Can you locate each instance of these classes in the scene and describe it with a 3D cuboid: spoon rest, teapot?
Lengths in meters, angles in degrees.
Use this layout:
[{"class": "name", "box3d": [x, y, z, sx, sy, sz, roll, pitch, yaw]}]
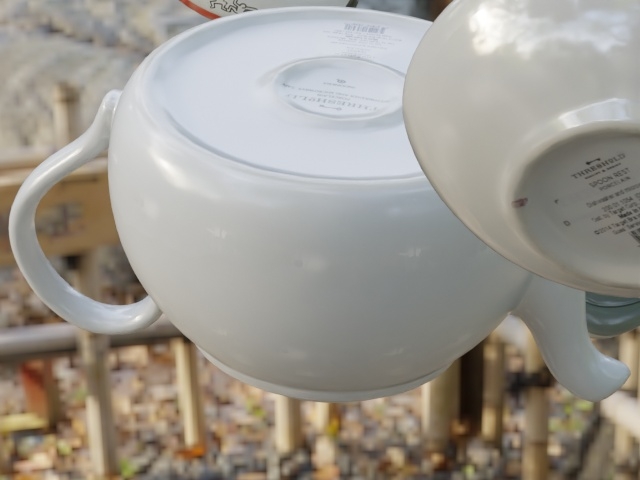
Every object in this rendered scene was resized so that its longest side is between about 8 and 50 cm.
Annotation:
[{"class": "spoon rest", "box3d": [0.146, -0.057, 0.529, 0.276, 0.137, 0.084, -21, 38, 38]}, {"class": "teapot", "box3d": [0.000, 0.000, 0.997, 0.252, 0.187, 0.256, -18, 38, -31]}]

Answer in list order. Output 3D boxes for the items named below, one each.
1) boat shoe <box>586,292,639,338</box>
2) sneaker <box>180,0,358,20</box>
[{"class": "boat shoe", "box3d": [0.219, -0.039, 1.334, 0.103, 0.118, 0.320, -37, 17, 47]}, {"class": "sneaker", "box3d": [-0.093, -0.237, 1.264, 0.270, 0.145, 0.090, 31, 73, 6]}]
